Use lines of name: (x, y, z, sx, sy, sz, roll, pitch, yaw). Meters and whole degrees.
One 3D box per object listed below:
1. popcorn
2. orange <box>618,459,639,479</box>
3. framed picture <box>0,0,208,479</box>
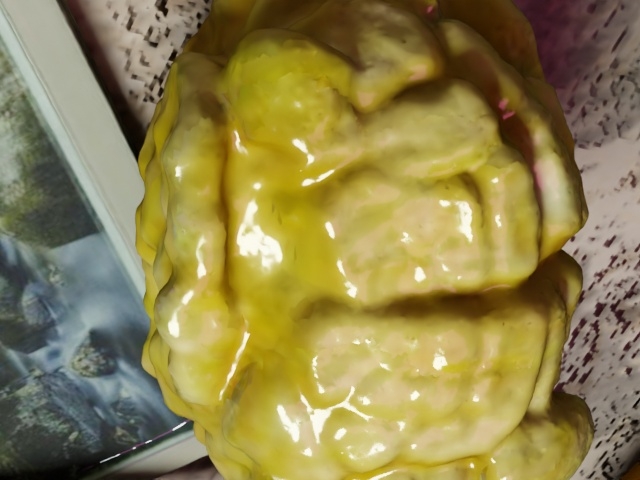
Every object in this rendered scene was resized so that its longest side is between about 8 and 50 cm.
popcorn: (0.006, 0.013, 0.573, 0.140, 0.163, 0.194, -5, 134, -22)
orange: (0.224, 0.166, 0.832, 0.240, 0.171, 0.240, -11, 136, -11)
framed picture: (-0.167, 0.017, 0.599, 0.240, 0.020, 0.324, -23, 138, -3)
